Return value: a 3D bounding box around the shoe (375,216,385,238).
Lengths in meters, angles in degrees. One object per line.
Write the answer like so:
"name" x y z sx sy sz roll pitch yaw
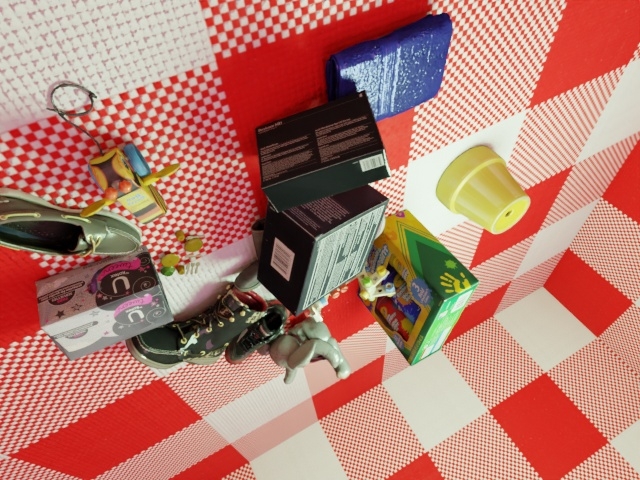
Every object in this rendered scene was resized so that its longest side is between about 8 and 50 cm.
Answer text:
"shoe" 0.143 -0.020 1.399 0.081 0.063 0.178 -5 140 -44

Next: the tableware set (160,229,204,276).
"tableware set" -0.362 0.035 1.079 0.104 0.024 0.154 -5 137 -31

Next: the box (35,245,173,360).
"box" -0.501 0.146 0.984 0.247 0.142 0.163 -21 143 -21

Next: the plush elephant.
"plush elephant" -0.079 0.417 1.566 0.255 0.271 0.330 -30 118 -32

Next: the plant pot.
"plant pot" 0.579 -0.161 1.450 0.254 0.239 0.254 -22 142 -18

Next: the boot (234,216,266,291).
"boot" -0.175 0.038 1.192 0.189 0.076 0.209 -36 155 -25

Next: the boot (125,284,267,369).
"boot" -0.347 0.248 1.237 0.284 0.138 0.377 -41 149 10

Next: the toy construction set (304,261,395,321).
"toy construction set" 0.071 0.162 1.421 0.327 0.215 0.151 -22 143 -19

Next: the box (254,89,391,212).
"box" 0.001 -0.193 0.905 0.261 0.184 0.103 -16 149 9

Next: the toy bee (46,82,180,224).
"toy bee" -0.379 -0.107 0.774 0.195 0.162 0.298 -40 145 10

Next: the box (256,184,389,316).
"box" 0.000 0.000 1.146 0.294 0.182 0.296 -27 146 -39

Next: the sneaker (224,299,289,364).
"sneaker" -0.216 0.313 1.401 0.276 0.098 0.135 -42 -175 -8

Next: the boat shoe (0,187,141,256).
"boat shoe" -0.504 -0.012 0.839 0.109 0.091 0.305 -48 143 18

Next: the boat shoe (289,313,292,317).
"boat shoe" -0.188 0.320 1.512 0.233 0.079 0.084 -34 146 -7

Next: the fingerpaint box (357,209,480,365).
"fingerpaint box" 0.320 0.180 1.516 0.163 0.371 0.445 -21 144 -23

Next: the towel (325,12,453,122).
"towel" 0.155 -0.387 0.978 0.308 0.076 0.228 -26 150 -13
